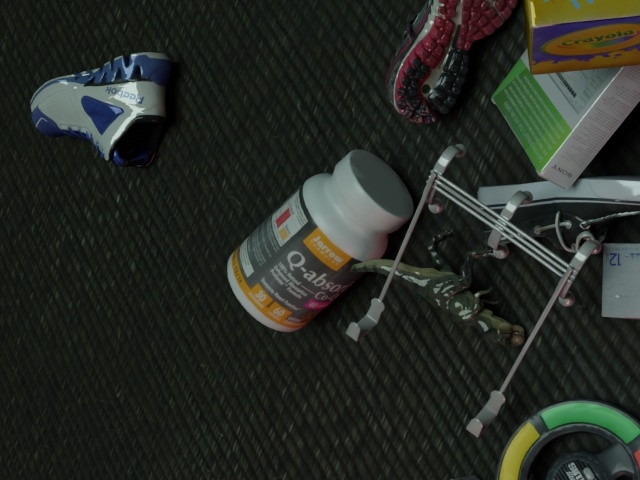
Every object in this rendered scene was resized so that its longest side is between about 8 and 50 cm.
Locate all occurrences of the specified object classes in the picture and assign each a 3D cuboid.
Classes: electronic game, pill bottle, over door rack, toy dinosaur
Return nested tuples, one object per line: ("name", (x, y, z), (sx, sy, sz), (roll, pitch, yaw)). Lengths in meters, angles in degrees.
("electronic game", (0.337, 0.319, 1.608), (0.229, 0.048, 0.229), (-10, 66, 24))
("pill bottle", (0.000, 0.000, 1.862), (0.278, 0.162, 0.162), (-43, 62, 29))
("over door rack", (0.203, 0.060, 1.650), (0.239, 0.108, 0.324), (37, 123, 18))
("toy dinosaur", (0.180, 0.050, 1.740), (0.268, 0.064, 0.118), (27, 89, 18))

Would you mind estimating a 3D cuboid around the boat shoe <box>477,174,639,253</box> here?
("boat shoe", (0.336, -0.030, 1.630), (0.306, 0.113, 0.105), (-3, 92, 41))

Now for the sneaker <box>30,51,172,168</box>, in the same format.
("sneaker", (-0.389, -0.207, 2.206), (0.315, 0.127, 0.182), (-15, 76, 35))

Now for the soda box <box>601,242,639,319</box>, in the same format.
("soda box", (0.492, 0.053, 1.511), (0.286, 0.091, 0.098), (-1, 85, 38))

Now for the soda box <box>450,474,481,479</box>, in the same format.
("soda box", (0.258, 0.413, 1.687), (0.216, 0.069, 0.074), (35, 108, 34))

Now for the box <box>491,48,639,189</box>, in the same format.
("box", (0.361, -0.250, 1.590), (0.322, 0.058, 0.232), (-53, 26, 22))

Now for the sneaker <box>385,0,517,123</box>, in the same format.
("sneaker", (0.181, -0.318, 1.775), (0.299, 0.120, 0.112), (-57, 26, 11))

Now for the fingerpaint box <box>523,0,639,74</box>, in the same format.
("fingerpaint box", (0.436, -0.397, 1.359), (0.444, 0.163, 0.371), (-5, 77, 8))
